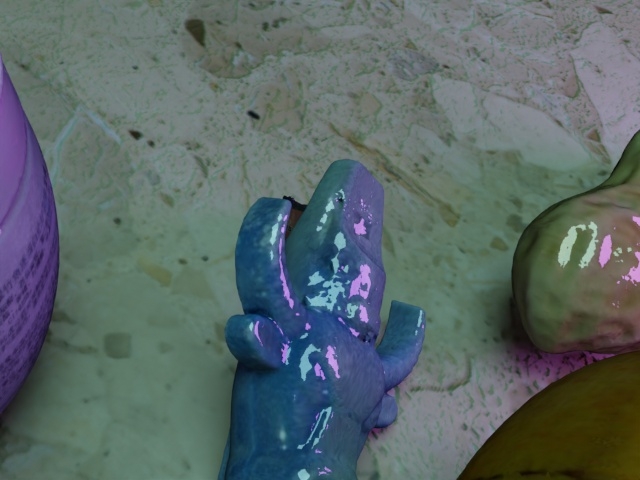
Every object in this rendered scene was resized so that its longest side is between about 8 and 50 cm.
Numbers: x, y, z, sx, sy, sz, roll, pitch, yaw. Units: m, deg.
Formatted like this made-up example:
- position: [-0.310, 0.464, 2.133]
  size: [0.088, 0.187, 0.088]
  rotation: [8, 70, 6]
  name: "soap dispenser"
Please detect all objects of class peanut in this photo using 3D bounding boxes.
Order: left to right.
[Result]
- position: [0.264, -0.010, 0.675]
  size: [0.313, 0.149, 0.149]
  rotation: [-32, 65, -26]
  name: "peanut"

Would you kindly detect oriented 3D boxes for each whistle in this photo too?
- position: [0.000, 0.069, 0.557]
  size: [0.093, 0.180, 0.269]
  rotation: [-4, 62, 38]
  name: "whistle"

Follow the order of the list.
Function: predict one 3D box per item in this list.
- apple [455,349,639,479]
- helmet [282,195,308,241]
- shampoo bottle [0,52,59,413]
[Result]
- position: [0.187, 0.188, 0.440]
  size: [0.286, 0.233, 0.286]
  rotation: [6, 53, -7]
  name: "apple"
- position: [0.001, 0.001, 0.663]
  size: [0.084, 0.049, 0.065]
  rotation: [17, 9, -30]
  name: "helmet"
- position: [-0.284, -0.007, 0.466]
  size: [0.273, 0.266, 0.273]
  rotation: [7, 50, -8]
  name: "shampoo bottle"
